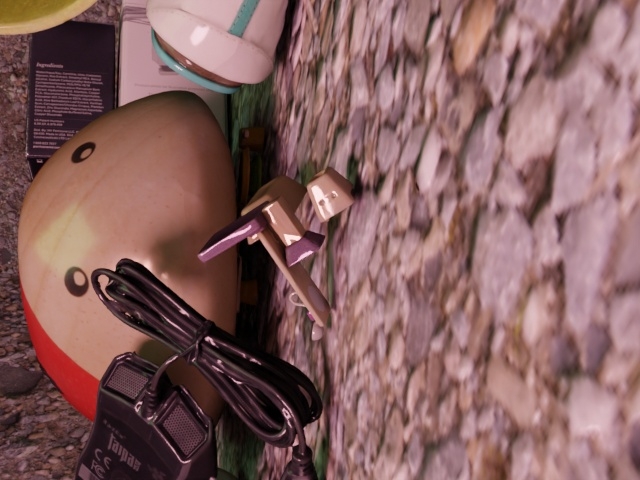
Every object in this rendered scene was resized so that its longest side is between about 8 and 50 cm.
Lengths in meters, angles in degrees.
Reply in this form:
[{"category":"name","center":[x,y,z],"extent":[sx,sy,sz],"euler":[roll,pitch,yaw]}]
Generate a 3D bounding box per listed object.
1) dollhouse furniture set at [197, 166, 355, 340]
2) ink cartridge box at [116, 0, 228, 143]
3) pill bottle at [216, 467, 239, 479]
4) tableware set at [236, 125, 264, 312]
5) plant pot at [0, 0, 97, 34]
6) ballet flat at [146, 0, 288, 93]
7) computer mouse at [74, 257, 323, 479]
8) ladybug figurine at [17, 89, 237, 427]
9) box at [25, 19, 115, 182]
[{"category":"dollhouse furniture set","center":[0.000,0.000,0.500],"extent":[0.081,0.091,0.114],"euler":[55,-162,-12]},{"category":"ink cartridge box","center":[-0.181,-0.189,0.997],"extent":[0.207,0.117,0.283],"euler":[128,142,-66]},{"category":"pill bottle","center":[-0.126,0.305,0.702],"extent":[0.117,0.117,0.215],"euler":[-165,78,-75]},{"category":"tableware set","center":[-0.059,-0.018,0.702],"extent":[0.104,0.024,0.154],"euler":[-148,60,-78]},{"category":"plant pot","center":[-0.257,-0.353,0.683],"extent":[0.254,0.275,0.276],"euler":[-85,9,-47]},{"category":"ballet flat","center":[-0.093,-0.266,0.717],"extent":[0.400,0.139,0.139],"euler":[-113,29,-50]},{"category":"computer mouse","center":[-0.076,0.143,0.553],"extent":[0.184,0.060,0.262],"euler":[30,126,23]},{"category":"ladybug figurine","center":[-0.166,0.040,0.759],"extent":[0.449,0.161,0.305],"euler":[113,154,-67]},{"category":"box","center":[-0.283,-0.147,0.961],"extent":[0.156,0.093,0.158],"euler":[144,125,-72]}]
